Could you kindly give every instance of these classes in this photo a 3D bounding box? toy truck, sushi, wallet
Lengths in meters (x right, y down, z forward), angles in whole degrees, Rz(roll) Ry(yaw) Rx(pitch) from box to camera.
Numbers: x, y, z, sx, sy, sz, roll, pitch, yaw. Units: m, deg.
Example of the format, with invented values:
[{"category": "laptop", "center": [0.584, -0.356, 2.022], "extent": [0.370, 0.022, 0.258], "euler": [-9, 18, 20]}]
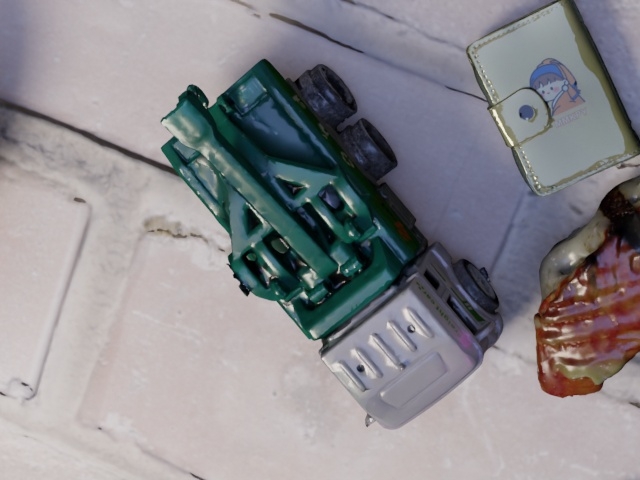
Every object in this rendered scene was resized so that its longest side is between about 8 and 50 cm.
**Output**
[{"category": "toy truck", "center": [0.003, 0.000, 1.319], "extent": [0.176, 0.178, 0.363], "euler": [-39, 97, 17]}, {"category": "sushi", "center": [0.298, -0.003, 1.288], "extent": [0.124, 0.130, 0.332], "euler": [41, 114, -6]}, {"category": "wallet", "center": [0.206, -0.126, 1.314], "extent": [0.110, 0.039, 0.155], "euler": [-25, 98, 13]}]
